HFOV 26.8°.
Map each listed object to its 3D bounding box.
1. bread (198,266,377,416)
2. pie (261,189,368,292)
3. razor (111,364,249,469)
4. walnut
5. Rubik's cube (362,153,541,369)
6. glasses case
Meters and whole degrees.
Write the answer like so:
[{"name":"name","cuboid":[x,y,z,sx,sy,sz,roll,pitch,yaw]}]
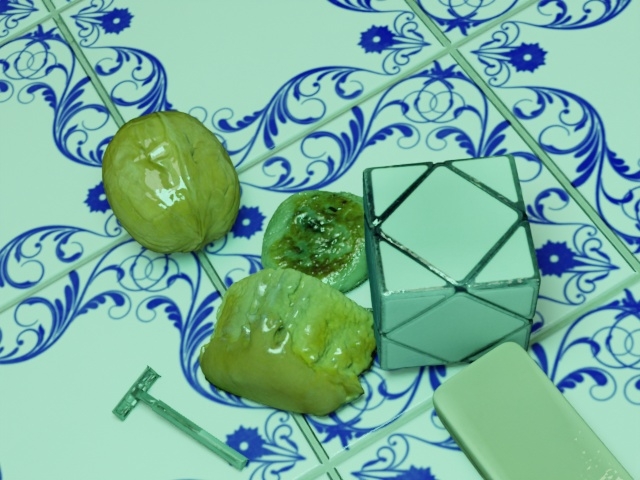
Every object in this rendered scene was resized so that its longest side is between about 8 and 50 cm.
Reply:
[{"name":"bread","cuboid":[-0.053,0.124,1.819,0.252,0.133,0.174,12,60,21]},{"name":"pie","cuboid":[0.000,0.000,1.937,0.187,0.041,0.186,-7,57,11]},{"name":"razor","cuboid":[-0.185,0.252,1.832,0.211,0.036,0.084,28,71,28]},{"name":"walnut","cuboid":[-0.218,-0.084,1.966,0.193,0.193,0.225,-32,67,-7]},{"name":"Rubik's cube","cuboid":[0.166,0.031,1.762,0.207,0.205,0.205,-6,57,-2]},{"name":"glasses case","cuboid":[0.285,0.287,1.667,0.144,0.076,0.336,-32,57,-7]}]
